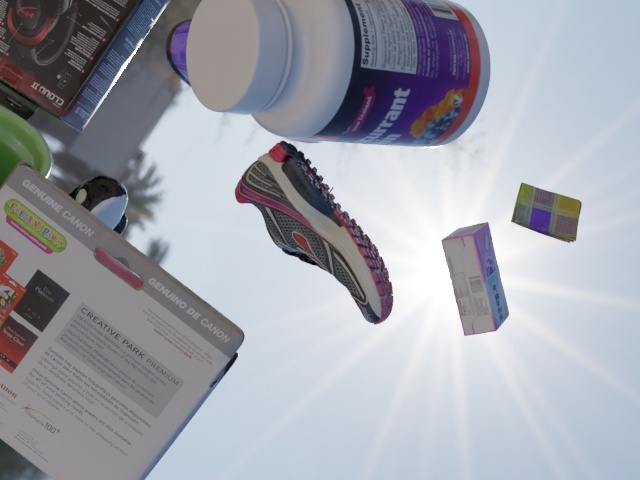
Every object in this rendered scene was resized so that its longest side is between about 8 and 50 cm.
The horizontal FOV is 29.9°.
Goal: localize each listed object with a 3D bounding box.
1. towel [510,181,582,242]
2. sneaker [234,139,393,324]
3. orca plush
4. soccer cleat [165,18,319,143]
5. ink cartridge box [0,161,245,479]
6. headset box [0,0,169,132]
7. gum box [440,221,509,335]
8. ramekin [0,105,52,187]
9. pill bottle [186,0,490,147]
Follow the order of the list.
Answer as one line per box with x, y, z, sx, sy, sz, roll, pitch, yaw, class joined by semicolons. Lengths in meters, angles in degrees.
0.279;-0.035;1.475;0.009;0.083;0.060;115;-7;-69;towel
0.000;0.000;1.749;0.112;0.299;0.121;-38;177;12;sneaker
-0.386;-0.024;1.837;0.151;0.102;0.287;-25;163;-32;orca plush
-0.090;-0.237;1.802;0.116;0.318;0.108;15;-102;49;soccer cleat
-0.259;0.097;1.314;0.272;0.309;0.130;-52;180;15;ink cartridge box
-0.416;-0.331;1.903;0.293;0.218;0.110;-57;170;-3;headset box
0.277;0.072;2.121;0.062;0.188;0.107;-11;-173;25;gum box
-0.551;-0.084;1.720;0.303;0.303;0.148;-92;-160;-58;ramekin
0.012;-0.119;0.806;0.108;0.193;0.108;0;-90;51;pill bottle
